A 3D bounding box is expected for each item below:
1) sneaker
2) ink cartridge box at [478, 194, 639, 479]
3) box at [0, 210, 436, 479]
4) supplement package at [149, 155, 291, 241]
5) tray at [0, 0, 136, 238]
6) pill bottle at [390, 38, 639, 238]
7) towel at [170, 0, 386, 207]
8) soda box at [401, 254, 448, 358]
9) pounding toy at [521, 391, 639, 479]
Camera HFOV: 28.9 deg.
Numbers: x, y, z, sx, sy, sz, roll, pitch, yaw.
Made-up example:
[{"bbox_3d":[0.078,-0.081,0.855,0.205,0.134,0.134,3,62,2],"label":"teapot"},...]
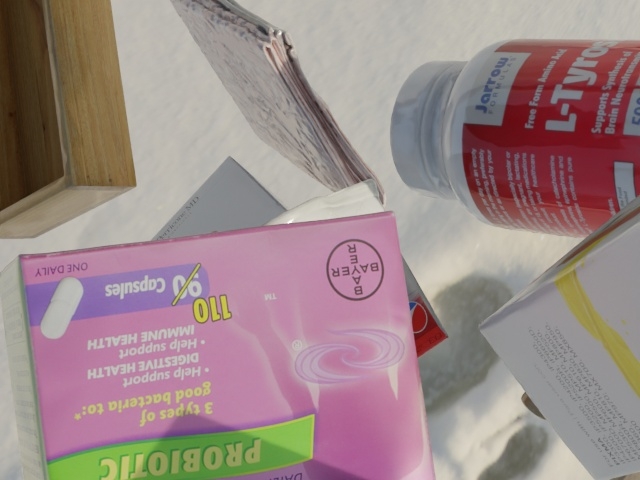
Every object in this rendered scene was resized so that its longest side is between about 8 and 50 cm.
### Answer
[{"bbox_3d":[0.000,0.000,1.422,0.080,0.212,0.094,-24,88,55],"label":"sneaker"},{"bbox_3d":[0.310,0.000,0.819,0.160,0.279,0.384,53,157,5],"label":"ink cartridge box"},{"bbox_3d":[-0.057,0.118,0.707,0.214,0.117,0.242,-7,87,-20],"label":"box"},{"bbox_3d":[-0.072,0.048,1.718,0.177,0.293,0.175,-48,133,1],"label":"supplement package"},{"bbox_3d":[-0.284,-0.224,1.206,0.203,0.076,0.410,-20,74,48],"label":"tray"},{"bbox_3d":[0.291,-0.117,1.425,0.408,0.229,0.229,8,110,41],"label":"pill bottle"},{"bbox_3d":[-0.063,-0.204,1.711,0.053,0.332,0.317,-39,127,-8],"label":"towel"},{"bbox_3d":[-0.008,0.093,1.057,0.083,0.092,0.263,60,150,0],"label":"soda box"},{"bbox_3d":[0.284,0.153,1.067,0.206,0.181,0.094,29,110,-1],"label":"pounding toy"}]
